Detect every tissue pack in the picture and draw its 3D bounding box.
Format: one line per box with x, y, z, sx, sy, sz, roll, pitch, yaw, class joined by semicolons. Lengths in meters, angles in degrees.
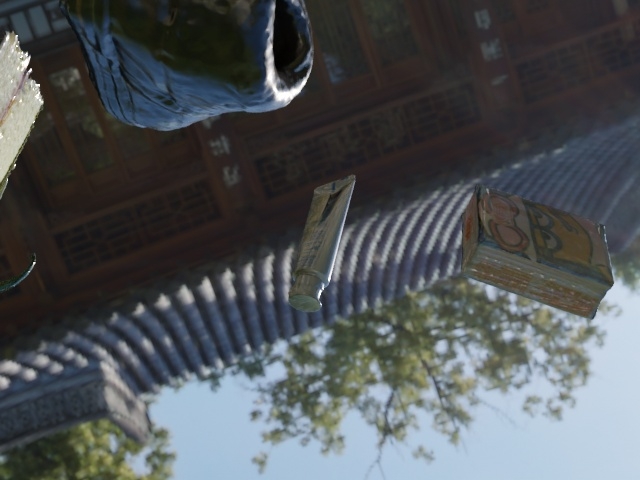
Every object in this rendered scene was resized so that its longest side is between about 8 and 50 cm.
0.231;0.010;1.051;0.155;0.065;0.115;18;-145;-4;tissue pack

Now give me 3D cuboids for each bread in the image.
-0.570;-0.112;1.593;0.405;0.242;0.346;-26;176;5;bread

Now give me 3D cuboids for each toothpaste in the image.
0.000;0.000;1.938;0.114;0.073;0.299;-19;-136;41;toothpaste

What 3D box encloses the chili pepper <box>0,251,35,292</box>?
-0.438;0.072;0.998;0.279;0.065;0.122;-4;-148;3;chili pepper

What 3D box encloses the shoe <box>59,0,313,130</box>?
-0.125;-0.213;1.046;0.237;0.171;0.384;15;167;1;shoe
